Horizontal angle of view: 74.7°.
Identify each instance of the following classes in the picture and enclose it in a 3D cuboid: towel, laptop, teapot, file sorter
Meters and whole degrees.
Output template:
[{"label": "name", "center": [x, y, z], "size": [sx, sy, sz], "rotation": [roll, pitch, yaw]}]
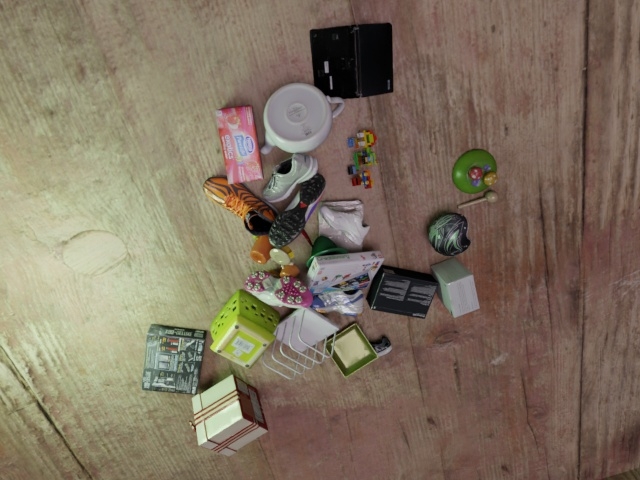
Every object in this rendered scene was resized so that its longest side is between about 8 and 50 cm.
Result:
[{"label": "towel", "center": [0.085, -0.030, 1.721], "size": [0.187, 0.049, 0.283], "rotation": [-4, 113, -5]}, {"label": "laptop", "center": [0.115, -0.633, 1.490], "size": [0.264, 0.136, 0.235], "rotation": [3, 114, 19]}, {"label": "teapot", "center": [-0.069, -0.413, 1.472], "size": [0.255, 0.187, 0.253], "rotation": [16, 84, 6]}, {"label": "file sorter", "center": [-0.088, 0.440, 1.777], "size": [0.192, 0.173, 0.277], "rotation": [35, 128, -20]}]

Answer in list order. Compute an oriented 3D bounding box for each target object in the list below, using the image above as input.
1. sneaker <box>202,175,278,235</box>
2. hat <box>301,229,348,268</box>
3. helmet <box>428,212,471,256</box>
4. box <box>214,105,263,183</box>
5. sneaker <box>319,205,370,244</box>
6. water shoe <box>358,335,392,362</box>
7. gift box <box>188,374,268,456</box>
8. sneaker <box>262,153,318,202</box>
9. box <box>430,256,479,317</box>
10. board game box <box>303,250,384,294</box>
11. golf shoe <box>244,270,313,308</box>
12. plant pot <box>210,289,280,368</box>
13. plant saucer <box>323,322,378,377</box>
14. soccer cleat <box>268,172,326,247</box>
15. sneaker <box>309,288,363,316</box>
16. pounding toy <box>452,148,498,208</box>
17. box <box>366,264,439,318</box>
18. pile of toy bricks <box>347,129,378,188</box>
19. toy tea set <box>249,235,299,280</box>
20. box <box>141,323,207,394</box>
[{"label": "sneaker", "center": [-0.288, -0.127, 1.557], "size": [0.321, 0.180, 0.125], "rotation": [26, 107, -17]}, {"label": "hat", "center": [0.000, 0.000, 1.688], "size": [0.172, 0.184, 0.208], "rotation": [-20, 153, 0]}, {"label": "helmet", "center": [0.527, -0.030, 1.719], "size": [0.169, 0.169, 0.162], "rotation": [-31, 130, 6]}, {"label": "box", "center": [-0.283, -0.338, 1.485], "size": [0.128, 0.123, 0.257], "rotation": [-9, 106, -5]}, {"label": "sneaker", "center": [0.098, -0.085, 1.638], "size": [0.232, 0.090, 0.115], "rotation": [34, 97, -29]}, {"label": "water shoe", "center": [0.236, 0.517, 1.973], "size": [0.203, 0.073, 0.080], "rotation": [-27, 86, 6]}, {"label": "gift box", "center": [-0.418, 0.781, 1.888], "size": [0.258, 0.276, 0.255], "rotation": [-33, 130, 2]}, {"label": "sneaker", "center": [-0.137, -0.238, 1.525], "size": [0.115, 0.105, 0.281], "rotation": [19, 142, -38]}, {"label": "box", "center": [0.579, 0.200, 1.812], "size": [0.119, 0.182, 0.181], "rotation": [-20, 114, -1]}, {"label": "board game box", "center": [0.091, 0.133, 1.699], "size": [0.305, 0.053, 0.193], "rotation": [-4, 139, -28]}, {"label": "golf shoe", "center": [-0.151, 0.209, 1.653], "size": [0.306, 0.115, 0.140], "rotation": [15, 148, 30]}, {"label": "plant pot", "center": [-0.318, 0.383, 1.756], "size": [0.228, 0.207, 0.227], "rotation": [35, 105, -18]}, {"label": "plant saucer", "center": [0.138, 0.500, 1.926], "size": [0.188, 0.045, 0.188], "rotation": [-34, 88, 7]}, {"label": "soccer cleat", "center": [-0.081, -0.104, 1.577], "size": [0.108, 0.116, 0.318], "rotation": [31, 83, 6]}, {"label": "sneaker", "center": [0.042, 0.248, 1.819], "size": [0.296, 0.112, 0.131], "rotation": [6, 91, -9]}, {"label": "pounding toy", "center": [0.638, -0.238, 1.674], "size": [0.182, 0.110, 0.237], "rotation": [-15, 114, -1]}, {"label": "box", "center": [0.355, 0.224, 1.836], "size": [0.261, 0.103, 0.185], "rotation": [12, 108, -13]}, {"label": "pile of toy bricks", "center": [0.176, -0.306, 1.601], "size": [0.105, 0.118, 0.213], "rotation": [-14, 99, -32]}, {"label": "toy tea set", "center": [-0.156, 0.102, 1.714], "size": [0.199, 0.124, 0.336], "rotation": [9, 137, 25]}, {"label": "box", "center": [-0.643, 0.528, 1.844], "size": [0.242, 0.076, 0.308], "rotation": [9, 111, -11]}]
